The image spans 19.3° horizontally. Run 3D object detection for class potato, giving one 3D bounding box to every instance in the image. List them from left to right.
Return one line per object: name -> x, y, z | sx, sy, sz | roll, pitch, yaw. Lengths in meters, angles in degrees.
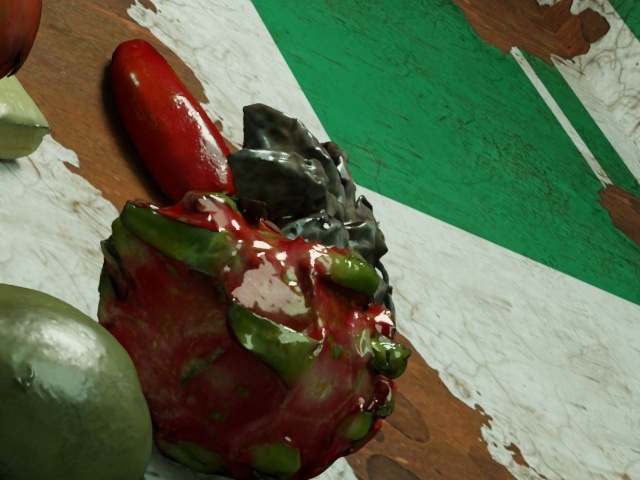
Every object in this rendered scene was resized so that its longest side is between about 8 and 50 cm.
potato -> -0.233, 0.117, 1.423 | 0.235, 0.160, 0.178 | 26, -3, -21

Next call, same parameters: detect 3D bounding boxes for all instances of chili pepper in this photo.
chili pepper -> -0.160, -0.129, 2.105 | 0.137, 0.092, 0.368 | 37, 21, -52

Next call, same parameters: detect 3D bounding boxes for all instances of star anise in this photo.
star anise -> 0.000, -0.002, 2.036 | 0.331, 0.117, 0.332 | -20, 90, -77

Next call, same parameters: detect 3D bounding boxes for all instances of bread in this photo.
bread -> -0.357, -0.160, 1.846 | 0.178, 0.060, 0.139 | 52, 23, 20

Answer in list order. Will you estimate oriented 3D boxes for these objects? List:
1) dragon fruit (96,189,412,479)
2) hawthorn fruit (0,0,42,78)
dragon fruit -> -0.071, 0.083, 1.677 | 0.302, 0.231, 0.237 | 34, 33, 4
hawthorn fruit -> -0.378, -0.278, 1.680 | 0.276, 0.307, 0.276 | 7, 2, 0
